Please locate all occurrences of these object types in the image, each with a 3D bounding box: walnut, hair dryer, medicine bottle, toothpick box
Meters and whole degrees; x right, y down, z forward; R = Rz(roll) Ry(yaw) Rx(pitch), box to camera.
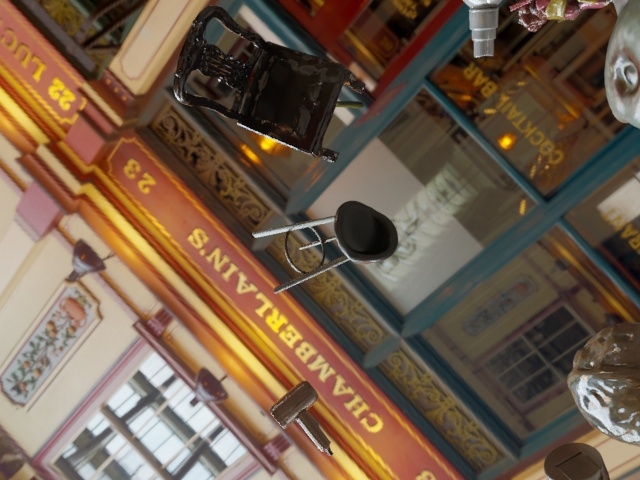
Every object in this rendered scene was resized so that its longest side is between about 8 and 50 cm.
[{"bbox_3d":[0.537,0.245,1.139,0.224,0.224,0.224,31,-148,-22],"label":"walnut"},{"bbox_3d":[-0.024,0.434,1.590,0.182,0.117,0.064,51,172,3],"label":"hair dryer"},{"bbox_3d":[0.372,-0.601,1.525,0.110,0.110,0.352,-37,-54,-60],"label":"medicine bottle"},{"bbox_3d":[0.502,0.487,1.271,0.181,0.111,0.111,65,-156,-18],"label":"toothpick box"}]

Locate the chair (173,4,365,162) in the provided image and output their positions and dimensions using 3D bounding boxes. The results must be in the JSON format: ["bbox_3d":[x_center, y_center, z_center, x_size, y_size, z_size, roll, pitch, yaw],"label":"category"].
[{"bbox_3d":[-0.047,-0.161,0.725,0.113,0.106,0.229,22,-172,17],"label":"chair"}]

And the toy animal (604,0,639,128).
[{"bbox_3d":[0.236,-0.099,0.392,0.127,0.125,0.251,29,-155,-52],"label":"toy animal"}]

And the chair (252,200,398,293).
[{"bbox_3d":[0.001,0.001,0.981,0.095,0.221,0.104,48,-131,-28],"label":"chair"}]

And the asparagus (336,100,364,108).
[{"bbox_3d":[0.001,-0.266,1.301,0.233,0.022,0.023,-10,-122,-43],"label":"asparagus"}]

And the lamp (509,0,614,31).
[{"bbox_3d":[0.543,-0.532,1.429,0.118,0.253,0.118,8,-102,-42],"label":"lamp"}]
